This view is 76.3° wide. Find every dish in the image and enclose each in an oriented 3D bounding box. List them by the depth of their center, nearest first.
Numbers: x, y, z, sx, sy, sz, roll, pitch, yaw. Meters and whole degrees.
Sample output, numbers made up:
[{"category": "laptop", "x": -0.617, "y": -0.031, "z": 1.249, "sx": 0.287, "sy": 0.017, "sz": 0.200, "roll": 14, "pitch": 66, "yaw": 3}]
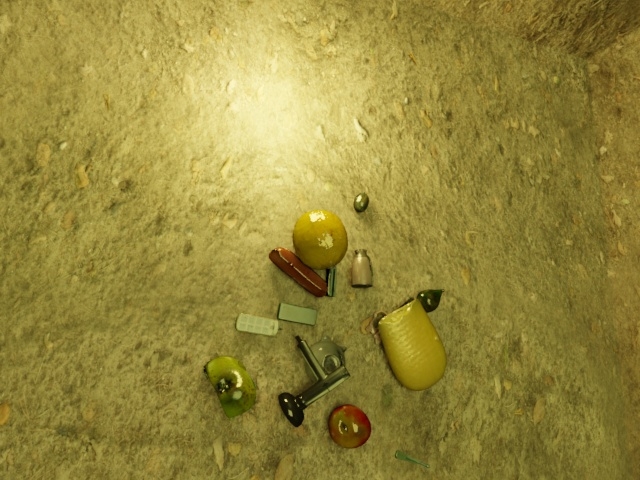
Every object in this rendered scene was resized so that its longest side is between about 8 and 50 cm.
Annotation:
[{"category": "dish", "x": 0.046, "y": 0.566, "z": 1.891, "sx": 0.227, "sy": 0.086, "sz": 0.236, "roll": -18, "pitch": 86, "yaw": -21}]

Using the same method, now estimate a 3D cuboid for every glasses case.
[{"category": "glasses case", "x": -0.108, "y": 0.346, "z": 1.907, "sx": 0.184, "sy": 0.039, "sz": 0.078, "roll": 14, "pitch": 75, "yaw": -16}]

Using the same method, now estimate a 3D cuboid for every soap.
[{"category": "soap", "x": 0.464, "y": 0.528, "z": 2.027, "sx": 0.306, "sy": 0.115, "sz": 0.427, "roll": -23, "pitch": 90, "yaw": -23}]

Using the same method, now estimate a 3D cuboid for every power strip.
[{"category": "power strip", "x": -0.278, "y": 0.385, "z": 1.846, "sx": 0.226, "sy": 0.029, "sz": 0.080, "roll": 13, "pitch": 75, "yaw": -16}]

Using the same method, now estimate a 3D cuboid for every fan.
[{"category": "fan", "x": 0.445, "y": 1.059, "z": 1.966, "sx": 0.193, "sy": 0.016, "sz": 0.038, "roll": 26, "pitch": 70, "yaw": -12}]

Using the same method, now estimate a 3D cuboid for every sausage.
[{"category": "sausage", "x": -0.100, "y": 0.146, "z": 1.923, "sx": 0.330, "sy": 0.102, "sz": 0.102, "roll": 41, "pitch": 69, "yaw": -7}]

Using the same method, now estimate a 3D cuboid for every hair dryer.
[{"category": "hair dryer", "x": -0.067, "y": 0.606, "z": 1.817, "sx": 0.320, "sy": 0.156, "sz": 0.284, "roll": -41, "pitch": 53, "yaw": -8}]

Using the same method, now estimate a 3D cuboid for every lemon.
[{"category": "lemon", "x": 0.000, "y": 0.000, "z": 1.893, "sx": 0.257, "sy": 0.258, "sz": 0.310, "roll": -6, "pitch": 60, "yaw": -20}]

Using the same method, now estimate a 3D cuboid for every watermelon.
[{"category": "watermelon", "x": 0.211, "y": -0.198, "z": 2.112, "sx": 0.078, "sy": 0.078, "sz": 0.111, "roll": 25, "pitch": 71, "yaw": -13}]

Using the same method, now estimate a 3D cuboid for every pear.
[{"category": "pear", "x": -0.362, "y": 0.579, "z": 1.661, "sx": 0.164, "sy": 0.255, "sz": 0.238, "roll": -26, "pitch": 83, "yaw": -20}]

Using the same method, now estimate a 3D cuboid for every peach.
[{"category": "peach", "x": 0.133, "y": 0.843, "z": 1.851, "sx": 0.190, "sy": 0.192, "sz": 0.190, "roll": -7, "pitch": 63, "yaw": 15}]

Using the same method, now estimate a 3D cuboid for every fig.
[{"category": "fig", "x": 0.579, "y": 0.302, "z": 2.126, "sx": 0.177, "sy": 0.117, "sz": 0.117, "roll": -25, "pitch": 88, "yaw": -35}]

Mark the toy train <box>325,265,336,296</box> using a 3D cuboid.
[{"category": "toy train", "x": 0.057, "y": 0.149, "z": 1.997, "sx": 0.048, "sy": 0.055, "sz": 0.252, "roll": 9, "pitch": 77, "yaw": -17}]

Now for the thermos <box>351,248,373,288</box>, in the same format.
[{"category": "thermos", "x": 0.213, "y": 0.139, "z": 2.040, "sx": 0.137, "sy": 0.105, "sz": 0.193, "roll": 16, "pitch": 65, "yaw": -42}]

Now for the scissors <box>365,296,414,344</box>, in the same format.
[{"category": "scissors", "x": 0.368, "y": 0.390, "z": 2.072, "sx": 0.317, "sy": 0.024, "sz": 0.160, "roll": -36, "pitch": 90, "yaw": -22}]
